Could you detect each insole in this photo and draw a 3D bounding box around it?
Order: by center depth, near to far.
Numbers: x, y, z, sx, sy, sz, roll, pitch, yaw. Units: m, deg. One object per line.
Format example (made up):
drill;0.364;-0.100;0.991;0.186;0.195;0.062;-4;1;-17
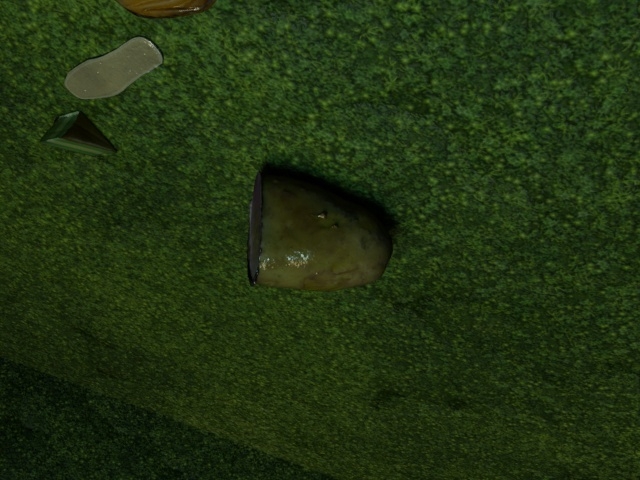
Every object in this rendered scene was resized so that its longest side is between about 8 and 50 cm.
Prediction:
insole;-0.361;-0.293;1.333;0.247;0.011;0.081;-14;133;40

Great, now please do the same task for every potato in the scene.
potato;0.000;0.000;1.417;0.265;0.229;0.229;8;148;-10

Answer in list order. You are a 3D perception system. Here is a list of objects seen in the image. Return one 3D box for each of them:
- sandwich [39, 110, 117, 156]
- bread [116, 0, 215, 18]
sandwich;-0.467;-0.181;1.488;0.074;0.074;0.116;-5;138;34
bread;-0.211;-0.396;1.032;0.199;0.104;0.199;12;141;10
